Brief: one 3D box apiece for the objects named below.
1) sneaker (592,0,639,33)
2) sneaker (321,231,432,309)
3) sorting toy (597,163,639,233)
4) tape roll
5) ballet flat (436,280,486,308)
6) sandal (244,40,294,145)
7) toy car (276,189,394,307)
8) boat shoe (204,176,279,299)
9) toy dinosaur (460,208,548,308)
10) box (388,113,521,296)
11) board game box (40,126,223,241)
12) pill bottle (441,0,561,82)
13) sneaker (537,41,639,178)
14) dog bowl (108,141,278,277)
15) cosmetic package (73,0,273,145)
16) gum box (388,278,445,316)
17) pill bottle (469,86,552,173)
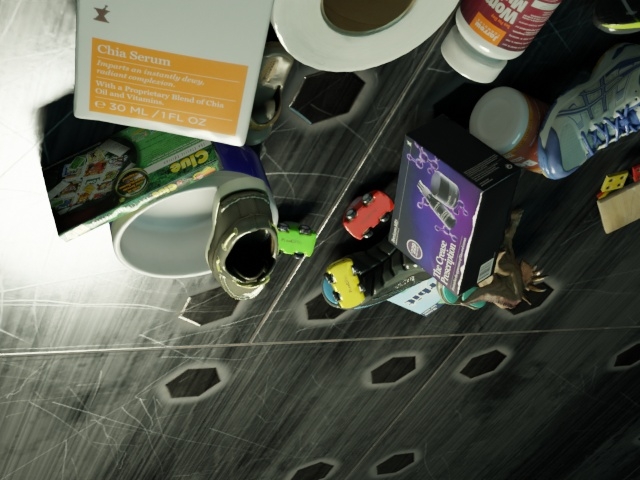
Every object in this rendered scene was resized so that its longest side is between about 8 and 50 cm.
[{"bbox_3d":[0.582,-0.377,1.730,0.300,0.111,0.121,-13,149,-11],"label":"sneaker"},{"bbox_3d":[0.163,0.033,2.067,0.341,0.125,0.139,-23,167,4],"label":"sneaker"},{"bbox_3d":[0.637,-0.094,2.201,0.132,0.046,0.274,-27,146,7],"label":"sorting toy"},{"bbox_3d":[0.055,-0.367,1.438,0.286,0.100,0.286,-15,146,-11],"label":"tape roll"},{"bbox_3d":[0.271,0.094,2.149,0.213,0.068,0.072,25,93,-55],"label":"ballet flat"},{"bbox_3d":[-0.087,-0.210,1.602,0.090,0.060,0.219,-3,148,-26],"label":"sandal"},{"bbox_3d":[0.000,0.000,1.928,0.225,0.053,0.239,9,111,-19],"label":"toy car"},{"bbox_3d":[-0.120,0.021,1.660,0.109,0.091,0.305,-11,150,-12],"label":"boat shoe"},{"bbox_3d":[0.370,0.076,2.123,0.127,0.295,0.200,-15,113,27],"label":"toy dinosaur"},{"bbox_3d":[0.227,-0.059,1.846,0.103,0.184,0.261,-28,144,-28],"label":"box"},{"bbox_3d":[-0.282,-0.107,1.569,0.260,0.136,0.030,-24,145,3],"label":"board game box"},{"bbox_3d":[0.278,-0.348,1.574,0.121,0.121,0.221,3,138,-33],"label":"pill bottle"},{"bbox_3d":[0.483,-0.217,1.768,0.296,0.131,0.112,-50,131,-12],"label":"sneaker"},{"bbox_3d":[-0.207,-0.050,1.693,0.265,0.104,0.265,-13,150,-8],"label":"dog bowl"},{"bbox_3d":[-0.159,-0.335,1.242,0.230,0.161,0.453,9,139,-6],"label":"cosmetic package"},{"bbox_3d":[0.225,0.082,2.208,0.157,0.041,0.184,-38,144,21],"label":"gum box"},{"bbox_3d":[0.371,-0.185,1.853,0.216,0.121,0.121,14,132,-41],"label":"pill bottle"}]
